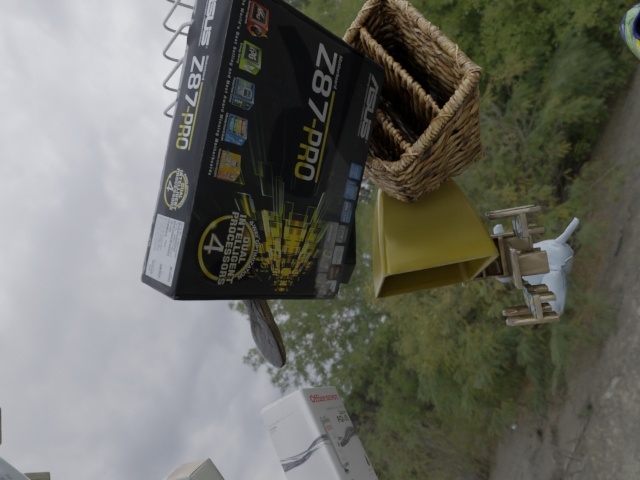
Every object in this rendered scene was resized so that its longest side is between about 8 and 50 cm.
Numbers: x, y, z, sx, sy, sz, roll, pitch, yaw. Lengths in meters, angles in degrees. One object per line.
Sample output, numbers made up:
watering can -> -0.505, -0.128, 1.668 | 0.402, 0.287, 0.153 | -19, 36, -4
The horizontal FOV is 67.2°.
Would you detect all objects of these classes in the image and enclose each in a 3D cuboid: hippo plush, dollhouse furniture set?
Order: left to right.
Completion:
dollhouse furniture set -> 0.366, 0.045, 0.991 | 0.242, 0.160, 0.212 | -18, -83, -74
hippo plush -> 0.583, 0.085, 1.381 | 0.294, 0.236, 0.235 | 46, -121, -57

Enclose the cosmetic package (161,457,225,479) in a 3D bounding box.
cosmetic package -> -0.189, 0.367, 0.720 | 0.115, 0.060, 0.041 | -33, 1, 43

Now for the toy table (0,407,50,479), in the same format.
toy table -> -0.589, 0.413, 0.768 | 0.274, 0.160, 0.252 | 57, -167, -76

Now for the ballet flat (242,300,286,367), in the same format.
ballet flat -> -0.128, 0.155, 1.041 | 0.058, 0.084, 0.250 | -25, -92, -45

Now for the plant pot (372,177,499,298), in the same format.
plant pot -> 0.201, -0.011, 0.970 | 0.212, 0.212, 0.187 | 83, 176, -72

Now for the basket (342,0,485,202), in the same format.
basket -> 0.119, -0.244, 0.846 | 0.213, 0.299, 0.223 | -32, -31, 4

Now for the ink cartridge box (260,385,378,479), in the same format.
ink cartridge box -> 0.010, 0.473, 1.055 | 0.117, 0.283, 0.207 | -33, -24, 12

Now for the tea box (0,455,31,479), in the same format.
tea box -> -0.412, 0.364, 0.405 | 0.324, 0.328, 0.220 | -58, -7, 5

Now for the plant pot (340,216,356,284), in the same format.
plant pot -> 0.000, 0.000, 1.264 | 0.188, 0.166, 0.188 | 102, 168, -68

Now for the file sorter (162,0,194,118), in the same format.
file sorter -> -0.222, -0.391, 0.992 | 0.173, 0.192, 0.278 | 1, -94, -35

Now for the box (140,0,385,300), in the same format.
box -> -0.065, -0.112, 0.704 | 0.318, 0.097, 0.395 | 9, -85, -51

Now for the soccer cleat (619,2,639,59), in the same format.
soccer cleat -> 0.722, -0.361, 0.971 | 0.093, 0.289, 0.121 | -41, -6, 16
